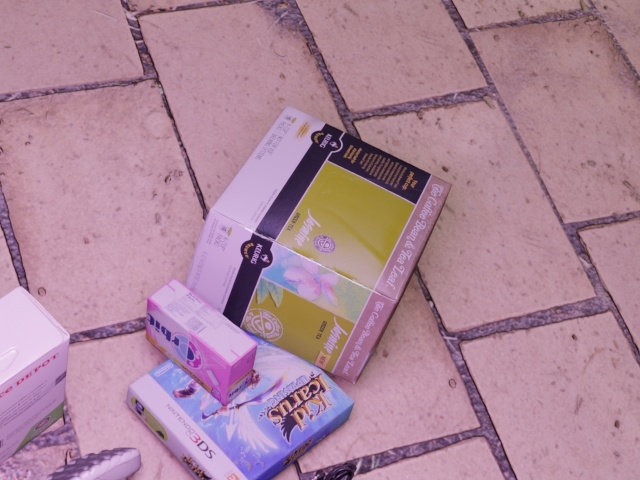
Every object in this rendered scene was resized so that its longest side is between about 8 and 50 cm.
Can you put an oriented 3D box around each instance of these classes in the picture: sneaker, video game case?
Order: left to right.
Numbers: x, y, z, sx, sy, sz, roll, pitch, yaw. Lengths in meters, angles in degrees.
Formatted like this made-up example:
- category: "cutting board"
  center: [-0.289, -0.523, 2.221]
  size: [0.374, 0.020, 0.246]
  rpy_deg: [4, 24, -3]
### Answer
- category: "sneaker"
  center: [-0.368, 0.405, 1.772]
  size: [0.281, 0.105, 0.115]
  rpy_deg: [-37, 106, -35]
- category: "video game case"
  center: [-0.124, 0.256, 1.910]
  size: [0.269, 0.061, 0.244]
  rpy_deg: [-33, 66, -33]

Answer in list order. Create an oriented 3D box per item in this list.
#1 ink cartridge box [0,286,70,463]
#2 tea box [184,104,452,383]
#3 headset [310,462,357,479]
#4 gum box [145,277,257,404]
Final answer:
- category: "ink cartridge box"
  center: [-0.475, 0.216, 1.740]
  size: [0.115, 0.273, 0.198]
  rpy_deg: [43, 58, 15]
- category: "tea box"
  center: [0.000, 0.000, 1.997]
  size: [0.323, 0.220, 0.329]
  rpy_deg: [26, 42, 5]
- category: "headset"
  center: [0.093, 0.490, 1.727]
  size: [0.185, 0.243, 0.394]
  rpy_deg: [-46, 49, -7]
- category: "gum box"
  center: [-0.190, 0.152, 1.869]
  size: [0.188, 0.107, 0.062]
  rpy_deg: [37, 52, 20]
